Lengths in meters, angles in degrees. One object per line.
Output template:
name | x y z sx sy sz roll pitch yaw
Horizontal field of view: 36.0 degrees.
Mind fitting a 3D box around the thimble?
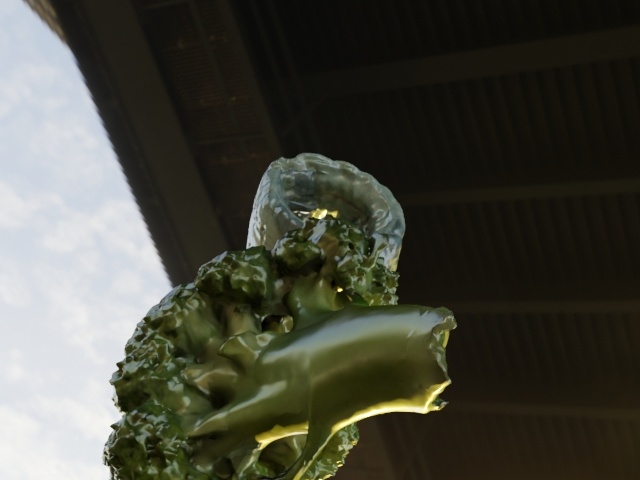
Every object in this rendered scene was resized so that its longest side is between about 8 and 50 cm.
thimble | 0.000 0.000 1.409 0.250 0.205 0.171 46 -41 32

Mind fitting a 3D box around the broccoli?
broccoli | -0.011 0.101 0.749 0.302 0.254 0.186 -19 -59 18
